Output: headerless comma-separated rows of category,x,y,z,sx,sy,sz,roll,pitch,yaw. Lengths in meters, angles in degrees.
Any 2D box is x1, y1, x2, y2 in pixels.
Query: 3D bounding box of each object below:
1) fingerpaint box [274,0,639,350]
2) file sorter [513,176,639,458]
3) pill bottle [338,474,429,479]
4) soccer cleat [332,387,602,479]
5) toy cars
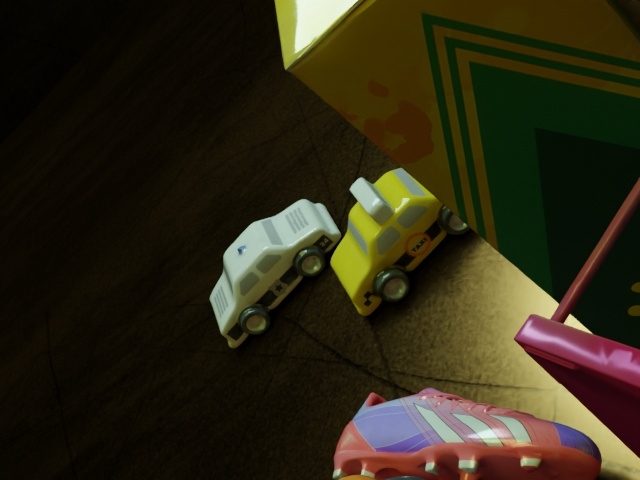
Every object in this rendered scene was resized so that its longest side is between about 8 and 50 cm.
fingerpaint box,0.132,-0.177,0.754,0.163,0.371,0.445,-39,34,22
file sorter,0.292,0.064,0.465,0.182,0.202,0.290,-55,31,-10
pill bottle,0.082,0.239,0.632,0.130,0.130,0.245,-58,31,-9
soccer cleat,0.107,0.152,0.741,0.248,0.083,0.095,-19,40,47
toy cars,0.000,0.000,1.023,0.393,0.087,0.177,-19,44,43
